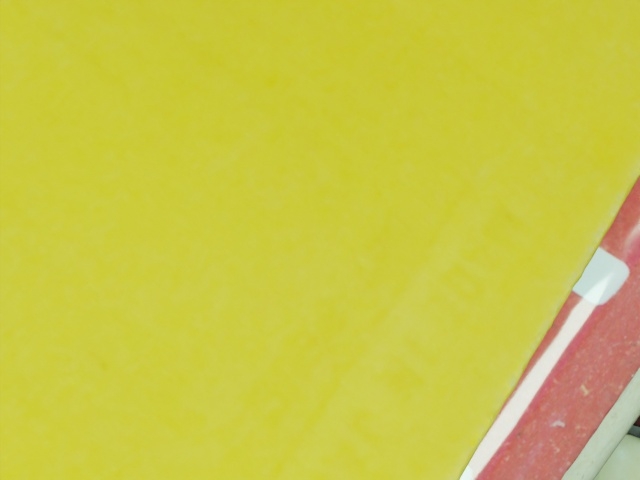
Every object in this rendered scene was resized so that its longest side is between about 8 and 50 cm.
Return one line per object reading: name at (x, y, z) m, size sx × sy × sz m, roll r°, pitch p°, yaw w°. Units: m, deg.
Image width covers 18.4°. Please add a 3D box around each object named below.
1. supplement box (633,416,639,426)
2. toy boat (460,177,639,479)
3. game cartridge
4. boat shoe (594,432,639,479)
supplement box at (0.168, 0.008, 0.636) m, size 0.191 × 0.194 × 0.129 m, roll 13°, pitch 89°, yaw -23°
toy boat at (0.000, 0.000, 0.505) m, size 0.151 × 0.151 × 0.231 m, roll 36°, pitch 89°, yaw -42°
game cartridge at (-0.104, -0.049, 0.383) m, size 0.324 × 0.052 × 0.285 m, roll 38°, pitch 60°, yaw -4°
boat shoe at (0.218, 0.136, 0.738) m, size 0.302 × 0.109 × 0.098 m, roll 15°, pitch 87°, yaw -24°
